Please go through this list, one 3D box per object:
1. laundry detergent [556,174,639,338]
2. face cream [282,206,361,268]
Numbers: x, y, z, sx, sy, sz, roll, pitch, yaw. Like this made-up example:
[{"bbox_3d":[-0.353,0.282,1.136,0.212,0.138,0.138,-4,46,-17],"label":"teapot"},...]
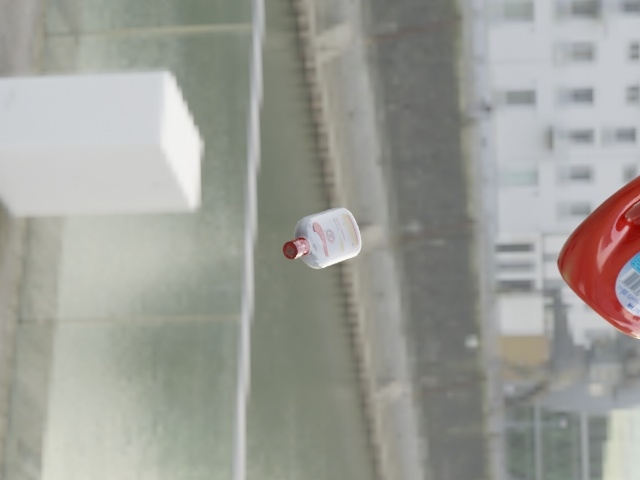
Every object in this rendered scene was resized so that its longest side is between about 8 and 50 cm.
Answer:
[{"bbox_3d":[0.223,-0.016,0.966,0.097,0.165,0.049,33,28,-26],"label":"laundry detergent"},{"bbox_3d":[0.000,0.000,1.196,0.083,0.021,0.040,-19,91,-57],"label":"face cream"}]
